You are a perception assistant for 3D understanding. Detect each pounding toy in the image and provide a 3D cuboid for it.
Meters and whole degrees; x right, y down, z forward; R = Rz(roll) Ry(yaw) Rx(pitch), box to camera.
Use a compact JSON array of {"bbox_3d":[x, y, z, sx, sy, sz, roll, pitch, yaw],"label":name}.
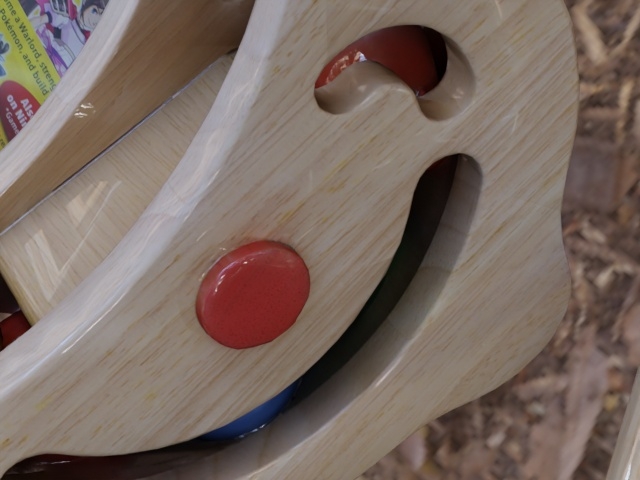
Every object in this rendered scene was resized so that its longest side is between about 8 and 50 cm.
[{"bbox_3d":[0.000,0.000,0.429,0.155,0.269,0.154,50,172,48],"label":"pounding toy"}]

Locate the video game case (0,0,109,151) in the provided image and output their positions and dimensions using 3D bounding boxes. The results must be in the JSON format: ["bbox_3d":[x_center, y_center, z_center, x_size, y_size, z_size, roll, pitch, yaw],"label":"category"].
[{"bbox_3d":[-0.153,-0.132,0.728,0.248,0.035,0.274,-31,87,38],"label":"video game case"}]
